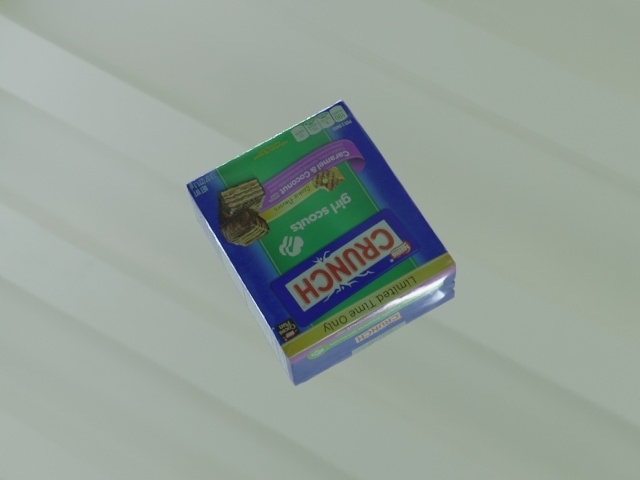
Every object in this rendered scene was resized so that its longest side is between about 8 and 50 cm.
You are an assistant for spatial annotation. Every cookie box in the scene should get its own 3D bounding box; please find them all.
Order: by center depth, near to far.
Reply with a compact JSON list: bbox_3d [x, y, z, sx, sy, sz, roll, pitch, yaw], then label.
[{"bbox_3d":[0.000,0.000,0.603,0.092,0.040,0.107,-29,-115,-8],"label":"cookie box"}]
